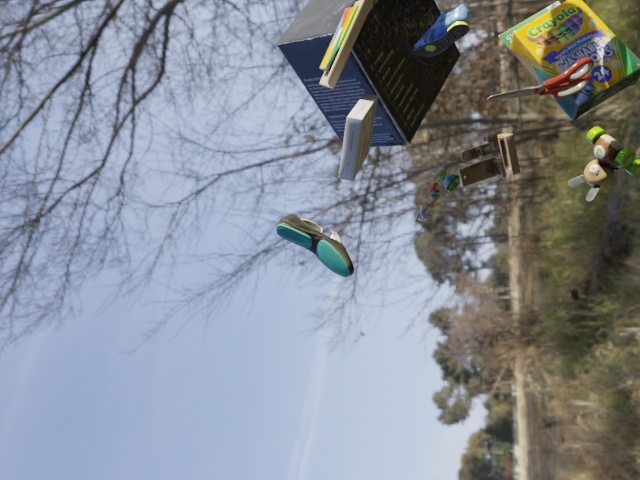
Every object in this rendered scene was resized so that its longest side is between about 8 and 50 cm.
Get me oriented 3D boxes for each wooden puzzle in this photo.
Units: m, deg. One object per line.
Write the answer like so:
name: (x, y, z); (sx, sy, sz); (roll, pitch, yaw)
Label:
wooden puzzle: (0.052, -0.469, 1.595); (0.238, 0.044, 0.220); (-104, 38, -76)

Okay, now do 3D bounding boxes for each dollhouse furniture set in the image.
dollhouse furniture set: (0.483, -0.230, 1.967); (0.151, 0.123, 0.144); (-133, 25, -72)

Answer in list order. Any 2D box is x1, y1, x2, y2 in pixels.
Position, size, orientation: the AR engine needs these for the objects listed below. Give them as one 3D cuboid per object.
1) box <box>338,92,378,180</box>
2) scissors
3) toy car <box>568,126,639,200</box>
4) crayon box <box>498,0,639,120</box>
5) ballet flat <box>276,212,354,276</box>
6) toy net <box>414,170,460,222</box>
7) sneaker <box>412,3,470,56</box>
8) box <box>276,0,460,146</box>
box: (0.086, -0.236, 1.517); (0.186, 0.038, 0.145); (-59, -21, -59)
scissors: (0.494, -0.333, 1.524); (0.021, 0.297, 0.109); (60, 166, 26)
toy car: (0.844, -0.217, 2.046); (0.149, 0.188, 0.155); (22, -156, -42)
crayon box: (0.645, -0.495, 1.758); (0.322, 0.203, 0.083); (57, 176, 21)
ballet flat: (0.000, 0.000, 2.029); (0.096, 0.281, 0.095); (-46, -14, -41)
toy net: (0.413, -0.146, 2.430); (0.122, 0.045, 0.232); (-9, -44, -59)
sneaker: (0.343, -0.596, 1.925); (0.069, 0.209, 0.082); (11, -111, -32)
box: (0.181, -0.646, 2.284); (0.471, 0.298, 0.479); (53, -124, -37)
